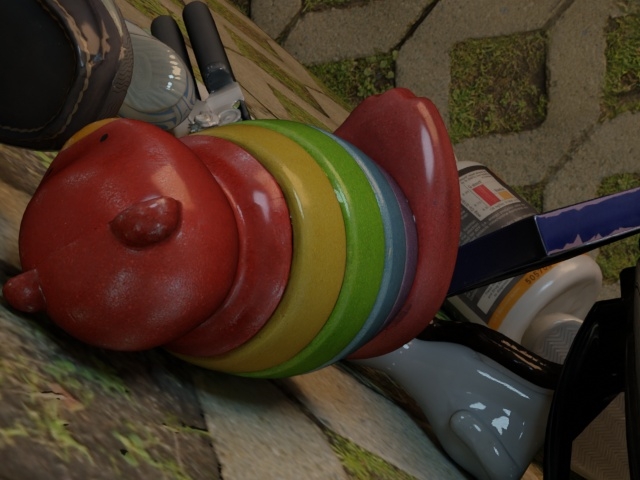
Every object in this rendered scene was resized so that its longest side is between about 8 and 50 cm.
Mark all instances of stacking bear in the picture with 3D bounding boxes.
[{"bbox_3d":[-0.050,-0.001,0.736,0.289,0.175,0.164,0,71,-60],"label":"stacking bear"}]

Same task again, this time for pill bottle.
[{"bbox_3d":[0.183,0.006,1.545,0.278,0.162,0.162,46,11,29],"label":"pill bottle"}]

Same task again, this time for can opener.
[{"bbox_3d":[-0.112,-0.137,1.265,0.280,0.074,0.093,-112,180,-48],"label":"can opener"}]

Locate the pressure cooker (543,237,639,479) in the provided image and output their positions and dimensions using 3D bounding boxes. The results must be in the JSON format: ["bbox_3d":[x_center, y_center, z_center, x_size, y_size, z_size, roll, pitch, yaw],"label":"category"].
[{"bbox_3d":[0.354,0.151,0.830,0.370,0.420,0.375,-7,89,-76],"label":"pressure cooker"}]

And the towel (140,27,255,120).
[{"bbox_3d":[-0.090,-0.115,1.416,0.325,0.038,0.248,39,11,-5],"label":"towel"}]

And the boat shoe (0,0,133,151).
[{"bbox_3d":[-0.264,-0.153,0.727,0.355,0.132,0.130,32,20,21],"label":"boat shoe"}]

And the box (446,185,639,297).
[{"bbox_3d":[0.179,-0.003,0.972,0.225,0.136,0.036,-26,-100,64],"label":"box"}]

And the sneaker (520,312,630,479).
[{"bbox_3d":[0.251,0.157,1.270,0.292,0.108,0.169,53,0,-28],"label":"sneaker"}]

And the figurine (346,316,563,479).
[{"bbox_3d":[0.092,0.098,1.057,0.209,0.092,0.215,34,9,9],"label":"figurine"}]

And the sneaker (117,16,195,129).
[{"bbox_3d":[-0.210,-0.177,1.157,0.237,0.085,0.086,39,-17,12],"label":"sneaker"}]
